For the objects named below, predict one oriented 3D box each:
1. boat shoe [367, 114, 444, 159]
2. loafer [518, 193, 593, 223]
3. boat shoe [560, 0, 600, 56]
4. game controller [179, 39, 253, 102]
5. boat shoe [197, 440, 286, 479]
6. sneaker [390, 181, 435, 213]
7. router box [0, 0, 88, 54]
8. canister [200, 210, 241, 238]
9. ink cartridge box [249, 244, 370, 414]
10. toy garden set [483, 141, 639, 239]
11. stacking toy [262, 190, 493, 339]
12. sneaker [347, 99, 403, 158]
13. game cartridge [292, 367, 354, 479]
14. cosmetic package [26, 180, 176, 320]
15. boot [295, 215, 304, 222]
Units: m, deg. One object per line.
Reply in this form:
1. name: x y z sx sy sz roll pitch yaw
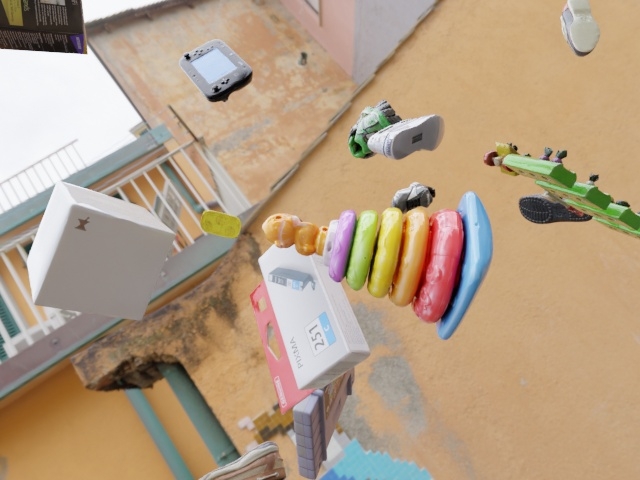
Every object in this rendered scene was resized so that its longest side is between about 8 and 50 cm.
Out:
1. boat shoe: 0.217 -0.261 1.040 0.258 0.084 0.095 -21 -58 -43
2. loafer: 0.635 -0.088 1.125 0.078 0.080 0.220 -20 18 -24
3. boat shoe: 0.446 -0.366 0.735 0.049 0.136 0.043 5 -26 2
4. game controller: -0.335 -0.547 1.346 0.166 0.319 0.067 -39 -36 0
5. boat shoe: -0.238 0.667 1.120 0.325 0.116 0.123 -24 -35 -22
6. sneaker: 0.329 -0.143 1.466 0.234 0.106 0.078 -34 -53 -45
7. router box: -0.626 -0.546 0.857 0.243 0.308 0.081 -6 -7 -24
8. canister: -0.328 -0.055 1.415 0.170 0.126 0.073 -158 82 -80
9. ink cartridge box: -0.061 0.156 0.845 0.066 0.296 0.261 16 -50 -44
10. toy garden set: 0.397 -0.088 0.673 0.049 0.244 0.204 -61 17 12
11. stacking toy: 0.064 0.014 0.595 0.165 0.302 0.175 97 -175 -46
12. sneaker: 0.133 -0.312 1.244 0.146 0.134 0.343 -38 5 3
13. game cartridge: 0.025 0.401 1.120 0.355 0.068 0.230 -51 -33 -58
14. cosmetic package: -0.764 0.028 1.455 0.330 0.394 0.327 21 -87 -39
15. boot: 0.000 0.000 1.151 0.090 0.207 0.248 -5 46 45
